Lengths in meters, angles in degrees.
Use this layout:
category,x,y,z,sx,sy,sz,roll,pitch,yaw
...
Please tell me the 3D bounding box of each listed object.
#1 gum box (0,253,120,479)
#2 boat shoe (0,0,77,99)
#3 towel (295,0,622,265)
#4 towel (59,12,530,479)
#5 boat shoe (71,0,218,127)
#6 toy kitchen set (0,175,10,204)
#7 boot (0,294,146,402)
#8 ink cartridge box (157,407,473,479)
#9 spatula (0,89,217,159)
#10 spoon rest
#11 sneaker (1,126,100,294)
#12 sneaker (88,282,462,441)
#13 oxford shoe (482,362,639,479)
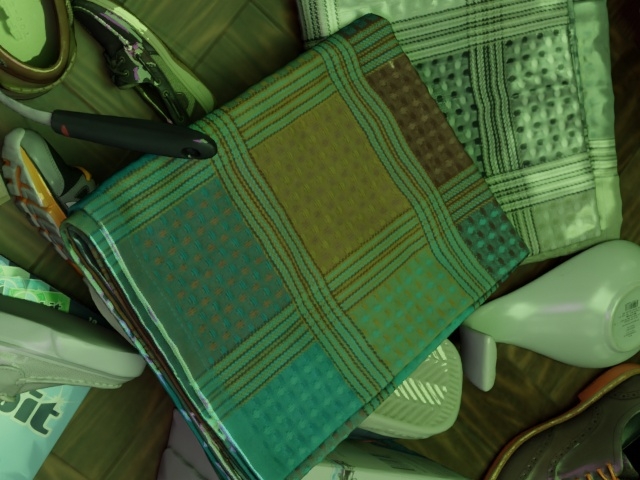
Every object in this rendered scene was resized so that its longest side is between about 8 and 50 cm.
category,x,y,z,sx,sy,sz,roll,pitch,yaw
gum box,-0.276,0.111,1.026,0.157,0.041,0.184,35,82,-22
boat shoe,-0.275,-0.258,0.944,0.122,0.120,0.324,-36,109,-17
towel,0.148,-0.115,1.187,0.324,0.056,0.312,-14,101,-23
towel,0.000,0.000,1.007,0.370,0.040,0.271,-39,100,-35
boat shoe,-0.152,-0.146,1.047,0.152,0.056,0.049,40,74,-23
toy kitchen set,-0.310,-0.043,0.997,0.083,0.075,0.068,-42,118,-52
boot,-0.271,0.105,0.964,0.258,0.095,0.123,15,94,-15
ink cartridge box,-0.016,0.257,1.088,0.232,0.171,0.168,13,90,-24
spatula,-0.215,-0.101,0.938,0.296,0.084,0.030,17,64,12
spoon rest,0.237,0.077,1.241,0.276,0.084,0.137,-12,112,-35
sneaker,-0.182,-0.015,1.038,0.083,0.084,0.215,-43,121,-15
sneaker,-0.053,0.094,1.061,0.350,0.148,0.131,27,63,-25
oxford shoe,0.256,0.227,1.245,0.271,0.098,0.097,-42,112,-11
